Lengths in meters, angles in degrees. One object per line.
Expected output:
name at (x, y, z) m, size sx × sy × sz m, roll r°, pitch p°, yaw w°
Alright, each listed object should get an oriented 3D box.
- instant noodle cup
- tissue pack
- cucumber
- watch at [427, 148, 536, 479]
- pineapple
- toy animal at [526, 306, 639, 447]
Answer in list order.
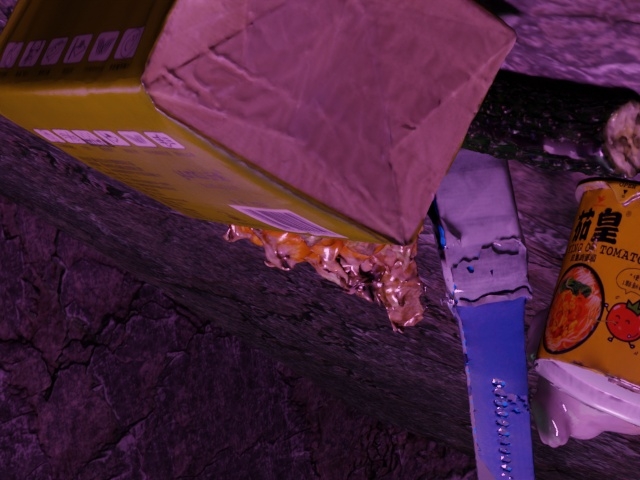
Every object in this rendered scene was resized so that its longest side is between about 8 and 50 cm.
instant noodle cup at (0.248, 0.057, 1.170) m, size 0.182 × 0.144 × 0.182 m, roll 24°, pitch 170°, yaw 5°
tissue pack at (-0.056, -0.110, 0.965) m, size 0.200 × 0.167 × 0.274 m, roll 31°, pitch 170°, yaw -28°
cucumber at (0.128, -0.078, 1.016) m, size 0.187 × 0.058 × 0.058 m, roll 18°, pitch 168°, yaw 40°
watch at (0.118, 0.055, 1.185) m, size 0.068 × 0.276 × 0.274 m, roll -10°, pitch 166°, yaw 0°
pineapple at (-0.001, -0.002, 1.182) m, size 0.250 × 0.139 × 0.164 m, roll -125°, pitch 18°, yaw -66°
toy animal at (0.340, 0.127, 1.326) m, size 0.325 × 0.154 × 0.208 m, roll 1°, pitch 143°, yaw 12°
